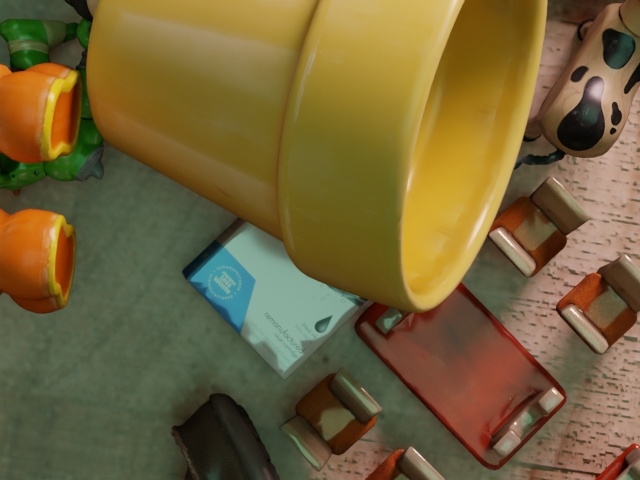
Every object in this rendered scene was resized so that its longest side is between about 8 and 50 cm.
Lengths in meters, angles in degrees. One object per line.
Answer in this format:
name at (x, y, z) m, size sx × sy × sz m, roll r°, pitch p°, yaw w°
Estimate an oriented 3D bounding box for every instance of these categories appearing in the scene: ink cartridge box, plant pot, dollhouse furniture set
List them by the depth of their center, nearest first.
plant pot at (-0.007, -0.105, 1.071) m, size 0.239 × 0.254 × 0.254 m, roll 16°, pitch 91°, yaw 20°
ink cartridge box at (0.000, 0.000, 1.205) m, size 0.180 × 0.060 × 0.104 m, roll -44°, pitch 97°, yaw -3°
dollhouse furniture set at (0.140, 0.127, 1.217) m, size 0.262 × 0.135 × 0.259 m, roll -43°, pitch 86°, yaw -3°

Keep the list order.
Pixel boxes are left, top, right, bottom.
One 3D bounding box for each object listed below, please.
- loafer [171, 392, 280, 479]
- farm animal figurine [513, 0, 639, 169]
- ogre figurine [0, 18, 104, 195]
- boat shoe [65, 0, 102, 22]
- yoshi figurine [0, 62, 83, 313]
loafer at (-0.073, 0.293, 1.175) m, size 0.130 × 0.134 × 0.366 m, roll -8°, pitch 94°, yaw -7°
farm animal figurine at (0.208, -0.248, 1.161) m, size 0.326 × 0.172 × 0.330 m, roll -27°, pitch 96°, yaw -5°
ogre figurine at (-0.227, -0.091, 1.155) m, size 0.197 × 0.097 × 0.118 m, roll -4°, pitch 82°, yaw -18°
boat shoe at (-0.148, -0.303, 1.120) m, size 0.113 × 0.127 × 0.340 m, roll 5°, pitch 79°, yaw 15°
yoshi figurine at (-0.336, -0.043, 1.073) m, size 0.362 × 0.204 × 0.203 m, roll 3°, pitch 137°, yaw -1°
